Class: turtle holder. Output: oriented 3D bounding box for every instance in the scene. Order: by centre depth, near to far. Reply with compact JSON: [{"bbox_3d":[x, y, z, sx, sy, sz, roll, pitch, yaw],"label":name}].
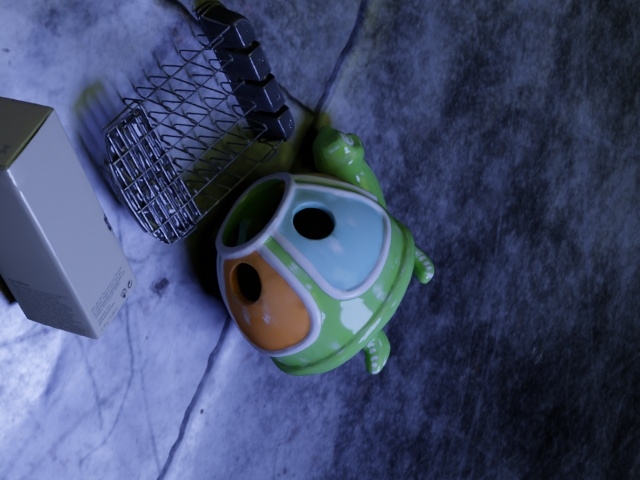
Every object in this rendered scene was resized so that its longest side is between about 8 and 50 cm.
[{"bbox_3d":[0.005,0.008,1.617,0.227,0.243,0.320,44,78,-27],"label":"turtle holder"}]

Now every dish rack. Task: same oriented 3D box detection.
[{"bbox_3d":[-0.154,-0.137,1.521,0.271,0.074,0.208,-46,131,-25],"label":"dish rack"}]

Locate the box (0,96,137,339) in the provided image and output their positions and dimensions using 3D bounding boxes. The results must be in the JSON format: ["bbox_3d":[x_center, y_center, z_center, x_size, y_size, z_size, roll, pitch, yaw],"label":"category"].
[{"bbox_3d":[-0.299,-0.021,1.323,0.094,0.113,0.275,-59,151,-33],"label":"box"}]
